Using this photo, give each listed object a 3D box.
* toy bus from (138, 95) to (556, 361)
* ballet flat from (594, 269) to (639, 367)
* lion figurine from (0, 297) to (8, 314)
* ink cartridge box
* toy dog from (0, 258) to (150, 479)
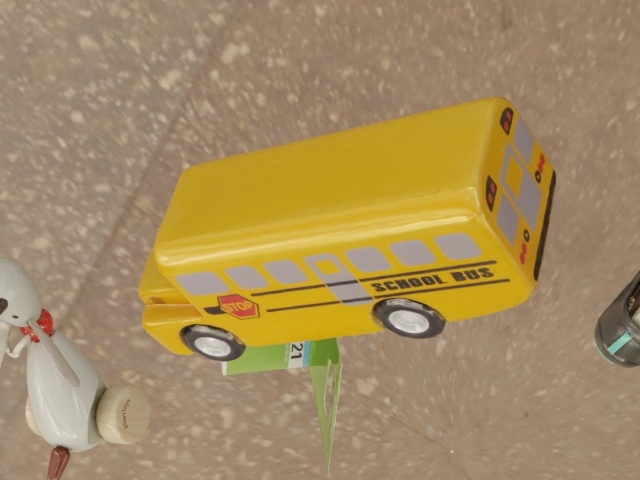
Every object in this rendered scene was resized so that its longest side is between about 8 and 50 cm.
[{"bbox_3d":[0.000,0.000,0.884,0.333,0.130,0.108,-10,49,34],"label":"toy bus"},{"bbox_3d":[0.421,0.037,1.404,0.095,0.096,0.280,38,65,9],"label":"ballet flat"},{"bbox_3d":[-0.371,0.224,1.004,0.142,0.392,0.240,12,119,24],"label":"lion figurine"},{"bbox_3d":[-0.049,0.073,1.188,0.097,0.188,0.255,-4,49,-9],"label":"ink cartridge box"},{"bbox_3d":[-0.375,0.192,1.615,0.220,0.333,0.161,-22,34,38],"label":"toy dog"}]
